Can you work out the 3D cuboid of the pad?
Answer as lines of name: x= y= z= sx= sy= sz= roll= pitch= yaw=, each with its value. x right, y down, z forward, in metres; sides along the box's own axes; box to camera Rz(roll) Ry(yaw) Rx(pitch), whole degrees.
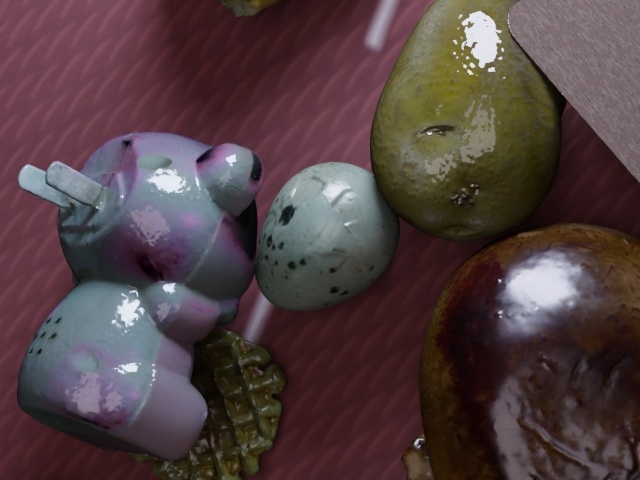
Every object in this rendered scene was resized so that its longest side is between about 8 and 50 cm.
pad: x=0.302 y=-0.142 z=1.786 sx=0.266 sy=0.176 sz=0.002 roll=50 pitch=147 yaw=9

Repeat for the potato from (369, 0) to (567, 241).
potato: x=0.140 y=-0.126 z=1.814 sx=0.174 sy=0.159 sz=0.251 roll=11 pitch=73 yaw=-4

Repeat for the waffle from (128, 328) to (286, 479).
waffle: x=-0.128 y=0.165 z=1.954 sx=0.183 sy=0.036 sz=0.169 roll=24 pitch=99 yaw=14

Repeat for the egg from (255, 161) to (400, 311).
egg: x=0.000 y=0.000 z=1.868 sx=0.164 sy=0.131 sz=0.131 roll=-44 pitch=80 yaw=17

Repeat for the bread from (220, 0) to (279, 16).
bread: x=-0.021 y=-0.339 z=1.869 sx=0.268 sy=0.130 sz=0.152 roll=-38 pitch=73 yaw=13

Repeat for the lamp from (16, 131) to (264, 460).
lamp: x=-0.191 y=0.034 z=1.841 sx=0.247 sy=0.247 sz=0.301 roll=28 pitch=74 yaw=-29

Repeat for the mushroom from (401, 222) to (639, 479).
mushroom: x=0.247 y=0.157 z=1.761 sx=0.345 sy=0.239 sz=0.345 roll=0 pitch=104 yaw=-2
